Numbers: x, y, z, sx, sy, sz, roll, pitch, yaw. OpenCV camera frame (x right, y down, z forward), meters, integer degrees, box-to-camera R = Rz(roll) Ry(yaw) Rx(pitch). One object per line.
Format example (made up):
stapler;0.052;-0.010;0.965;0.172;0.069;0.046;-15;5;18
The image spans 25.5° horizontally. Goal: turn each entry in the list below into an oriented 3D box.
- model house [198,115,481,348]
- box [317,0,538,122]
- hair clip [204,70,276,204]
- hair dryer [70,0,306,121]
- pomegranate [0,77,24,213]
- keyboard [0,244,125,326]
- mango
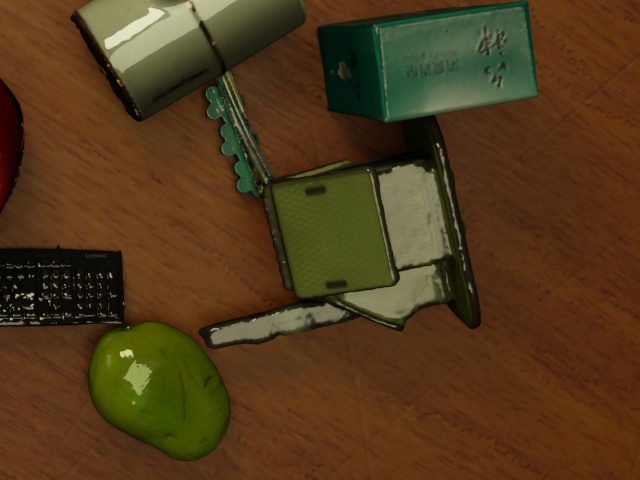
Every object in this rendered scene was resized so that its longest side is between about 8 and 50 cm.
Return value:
model house;0.000;0.000;1.409;0.278;0.205;0.218;-12;97;-3
box;0.096;-0.175;1.374;0.153;0.245;0.092;-10;100;-10
hair clip;-0.080;-0.097;1.448;0.049;0.049;0.173;-24;95;-9
hair dryer;-0.150;-0.276;1.281;0.203;0.362;0.128;-32;58;-6
pomegranate;-0.379;-0.075;1.306;0.210;0.210;0.235;15;125;-13
keyboard;-0.321;0.046;1.407;0.250;0.017;0.087;0;68;-12
mango;-0.161;0.149;1.438;0.163;0.089;0.117;33;80;-25
